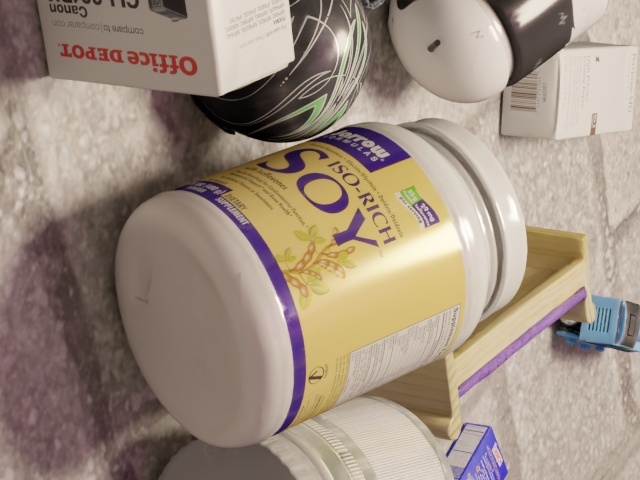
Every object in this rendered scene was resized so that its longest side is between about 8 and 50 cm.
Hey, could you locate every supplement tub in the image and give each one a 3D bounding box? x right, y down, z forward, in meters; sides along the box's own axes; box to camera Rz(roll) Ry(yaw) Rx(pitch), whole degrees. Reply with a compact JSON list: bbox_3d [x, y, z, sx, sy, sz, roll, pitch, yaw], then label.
[{"bbox_3d":[0.003,0.028,1.761,0.331,0.241,0.241,-22,117,-33],"label":"supplement tub"}]

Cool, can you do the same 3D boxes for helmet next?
[{"bbox_3d":[-0.033,-0.177,1.797,0.169,0.161,0.169,-13,106,-56],"label":"helmet"}]

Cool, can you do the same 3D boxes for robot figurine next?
[{"bbox_3d":[0.202,-0.272,2.089,0.278,0.173,0.209,-37,136,-19],"label":"robot figurine"}]

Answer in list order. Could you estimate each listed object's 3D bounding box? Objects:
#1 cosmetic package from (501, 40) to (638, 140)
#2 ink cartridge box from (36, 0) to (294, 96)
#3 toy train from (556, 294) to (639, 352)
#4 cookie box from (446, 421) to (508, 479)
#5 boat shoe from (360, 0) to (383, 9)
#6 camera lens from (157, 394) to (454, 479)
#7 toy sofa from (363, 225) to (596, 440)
[{"bbox_3d":[0.318,-0.192,2.407,0.231,0.085,0.117,-12,108,-54],"label":"cosmetic package"},{"bbox_3d":[-0.142,-0.267,1.580,0.114,0.197,0.273,-33,123,-47],"label":"ink cartridge box"},{"bbox_3d":[0.393,0.114,2.569,0.184,0.105,0.080,17,83,-57],"label":"toy train"},{"bbox_3d":[0.185,0.295,2.352,0.107,0.040,0.092,-55,138,-34],"label":"cookie box"},{"bbox_3d":[0.056,-0.305,1.978,0.183,0.083,0.065,-61,142,-28],"label":"boat shoe"},{"bbox_3d":[-0.009,0.272,1.884,0.274,0.219,0.219,-4,100,-57],"label":"camera lens"},{"bbox_3d":[0.176,0.122,2.200,0.362,0.150,0.177,-32,122,-50],"label":"toy sofa"}]
